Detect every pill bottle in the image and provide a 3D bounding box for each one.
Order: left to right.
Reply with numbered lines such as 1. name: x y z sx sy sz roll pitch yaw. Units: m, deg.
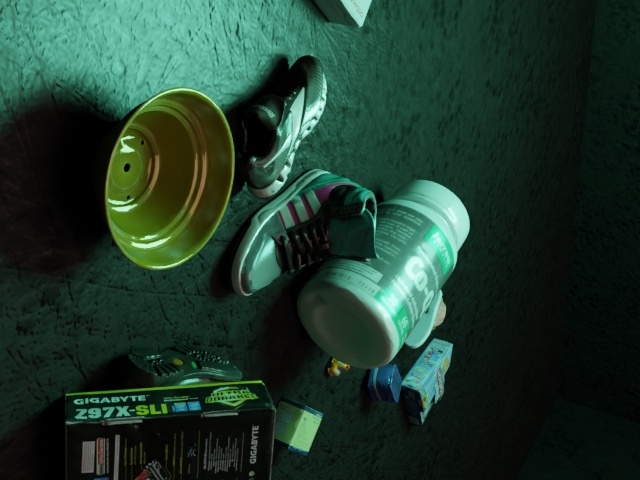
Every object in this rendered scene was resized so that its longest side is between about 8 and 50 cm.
1. pill bottle: 0.131 0.051 1.428 0.361 0.204 0.204 -49 142 -38

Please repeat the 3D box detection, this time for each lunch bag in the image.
1. lunch bag: 0.143 0.325 1.723 0.098 0.065 0.067 69 30 -45

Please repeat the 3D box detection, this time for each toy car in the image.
1. toy car: 0.035 0.222 1.511 0.060 0.041 0.122 -51 144 -35

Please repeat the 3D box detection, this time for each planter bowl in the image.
1. planter bowl: -0.204 -0.080 0.903 0.217 0.090 0.217 -35 133 -48

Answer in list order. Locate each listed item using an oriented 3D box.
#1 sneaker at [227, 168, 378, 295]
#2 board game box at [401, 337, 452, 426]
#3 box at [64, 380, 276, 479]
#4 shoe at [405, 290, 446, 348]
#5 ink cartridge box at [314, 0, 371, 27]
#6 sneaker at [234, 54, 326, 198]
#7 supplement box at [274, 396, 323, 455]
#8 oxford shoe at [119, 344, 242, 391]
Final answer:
1. sneaker: 0.000 0.000 1.202 0.295 0.179 0.123 -49 142 -37
2. board game box: 0.290 0.367 2.000 0.194 0.060 0.194 -53 144 -31
3. box: -0.199 0.348 0.989 0.257 0.079 0.321 -1 108 -17
4. shoe: 0.263 0.204 1.870 0.178 0.064 0.081 -62 144 -29
5. ink cartridge box: 0.044 -0.430 1.191 0.109 0.063 0.150 33 75 -60
6. sneaker: -0.061 -0.183 1.114 0.234 0.078 0.106 -66 152 -11
7. supplement box: -0.048 0.345 1.409 0.083 0.056 0.083 -67 150 -13
8. oxford shoe: -0.201 0.204 1.072 0.227 0.083 0.096 10 107 -55
